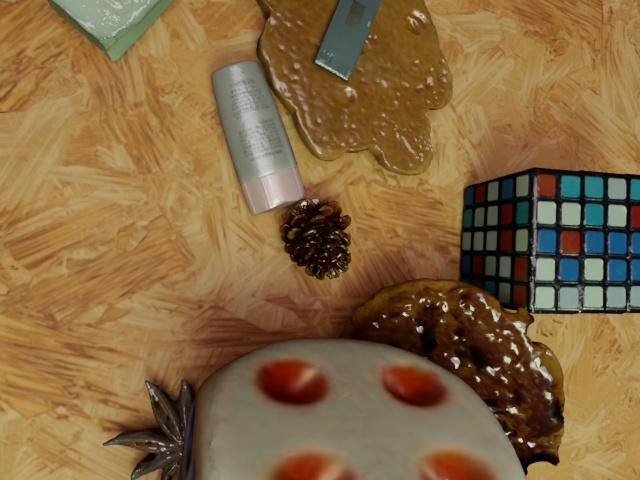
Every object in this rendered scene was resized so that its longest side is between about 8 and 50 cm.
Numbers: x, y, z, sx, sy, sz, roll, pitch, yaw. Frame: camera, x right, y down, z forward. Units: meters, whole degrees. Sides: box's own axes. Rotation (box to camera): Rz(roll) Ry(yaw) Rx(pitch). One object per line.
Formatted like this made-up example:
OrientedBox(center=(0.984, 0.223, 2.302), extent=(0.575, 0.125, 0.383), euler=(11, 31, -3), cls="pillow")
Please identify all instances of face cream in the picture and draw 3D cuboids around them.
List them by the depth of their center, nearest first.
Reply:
OrientedBox(center=(-0.085, -0.138, 0.721), extent=(0.084, 0.057, 0.198), euler=(-18, 95, -12), cls="face cream")

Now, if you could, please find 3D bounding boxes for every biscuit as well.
OrientedBox(center=(0.170, 0.207, 0.710), extent=(0.289, 0.081, 0.334), euler=(-9, 100, 20), cls="biscuit")
OrientedBox(center=(0.051, -0.259, 0.757), extent=(0.269, 0.051, 0.376), euler=(-30, 95, -14), cls="biscuit")

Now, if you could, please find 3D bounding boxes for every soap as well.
OrientedBox(center=(-0.246, -0.344, 0.683), extent=(0.114, 0.063, 0.198), euler=(39, 81, -11), cls="soap")

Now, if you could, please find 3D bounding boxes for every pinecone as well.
OrientedBox(center=(0.002, 0.002, 0.717), extent=(0.102, 0.102, 0.109), euler=(-23, 64, -13), cls="pinecone")

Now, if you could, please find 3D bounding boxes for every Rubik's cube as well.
OrientedBox(center=(0.320, 0.006, 0.749), extent=(0.182, 0.187, 0.184), euler=(2, 86, -13), cls="Rubik's cube")

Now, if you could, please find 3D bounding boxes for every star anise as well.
OrientedBox(center=(-0.170, 0.255, 0.687), extent=(0.182, 0.065, 0.195), euler=(42, 91, -7), cls="star anise")

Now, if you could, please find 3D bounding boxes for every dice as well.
OrientedBox(center=(0.011, 0.300, 0.545), extent=(0.304, 0.277, 0.304), euler=(7, 119, -16), cls="dice")

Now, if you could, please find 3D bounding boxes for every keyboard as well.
OrientedBox(center=(0.045, -0.306, 0.726), extent=(0.055, 0.014, 0.176), euler=(24, 81, -15), cls="keyboard")
